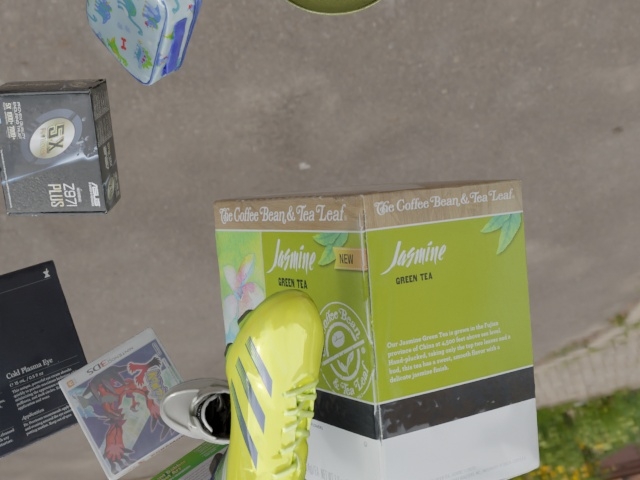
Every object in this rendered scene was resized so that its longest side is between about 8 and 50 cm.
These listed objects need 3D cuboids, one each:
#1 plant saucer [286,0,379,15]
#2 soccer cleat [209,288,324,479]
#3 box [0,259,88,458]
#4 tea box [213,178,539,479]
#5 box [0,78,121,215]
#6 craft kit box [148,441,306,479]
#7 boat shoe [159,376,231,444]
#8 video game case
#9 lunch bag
[{"bbox_3d":[0.022,-0.466,1.519,0.241,0.241,0.037,-11,157,-3],"label":"plant saucer"},{"bbox_3d":[-0.037,0.177,0.803,0.093,0.121,0.289,-5,123,-32],"label":"soccer cleat"},{"bbox_3d":[-0.628,0.239,1.675,0.343,0.312,0.179,-19,-177,-43],"label":"box"},{"bbox_3d":[0.052,0.098,1.046,0.220,0.323,0.329,-6,-177,-32],"label":"tea box"},{"bbox_3d":[-0.371,-0.130,1.275,0.147,0.180,0.077,0,-159,5],"label":"box"},{"bbox_3d":[-0.160,0.409,1.431,0.250,0.061,0.246,-30,-150,-33],"label":"craft kit box"},{"bbox_3d":[-0.149,0.254,1.326,0.267,0.096,0.088,6,172,37],"label":"boat shoe"},{"bbox_3d":[-0.316,0.270,1.523,0.183,0.201,0.023,-31,155,-11],"label":"video game case"},{"bbox_3d":[-0.273,-0.357,1.400,0.090,0.176,0.219,-38,169,-32],"label":"lunch bag"}]
